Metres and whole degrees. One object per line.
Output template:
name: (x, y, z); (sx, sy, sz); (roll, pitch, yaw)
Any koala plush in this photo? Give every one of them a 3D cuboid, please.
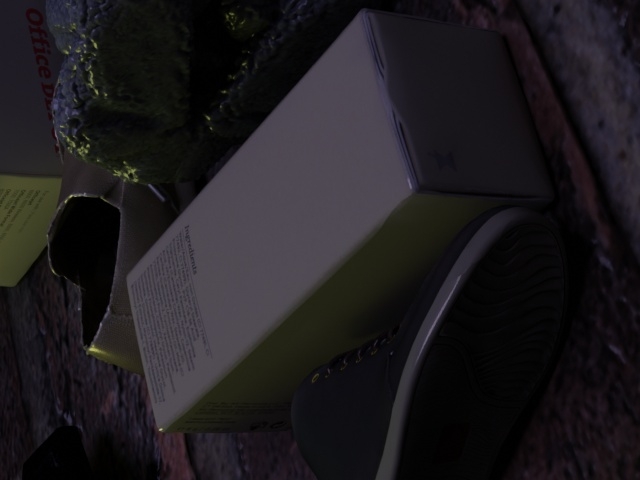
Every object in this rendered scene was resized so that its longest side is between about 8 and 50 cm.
koala plush: (-0.101, -0.169, 1.093); (0.221, 0.196, 0.203); (67, 148, 29)

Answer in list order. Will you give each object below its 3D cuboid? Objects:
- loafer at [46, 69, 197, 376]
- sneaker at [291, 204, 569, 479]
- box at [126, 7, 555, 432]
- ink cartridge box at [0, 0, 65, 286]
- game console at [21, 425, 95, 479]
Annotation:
loafer: (-0.134, -0.025, 1.203); (0.102, 0.092, 0.268); (-56, 43, 37)
sneaker: (0.043, 0.062, 0.936); (0.118, 0.083, 0.222); (49, 127, 48)
box: (0.000, 0.000, 0.998); (0.275, 0.094, 0.113); (-43, 53, 45)
ink cartridge box: (-0.313, -0.078, 1.353); (0.168, 0.232, 0.171); (-47, 50, 46)
game console: (-0.176, 0.322, 1.244); (0.213, 0.044, 0.361); (-130, 43, -67)
